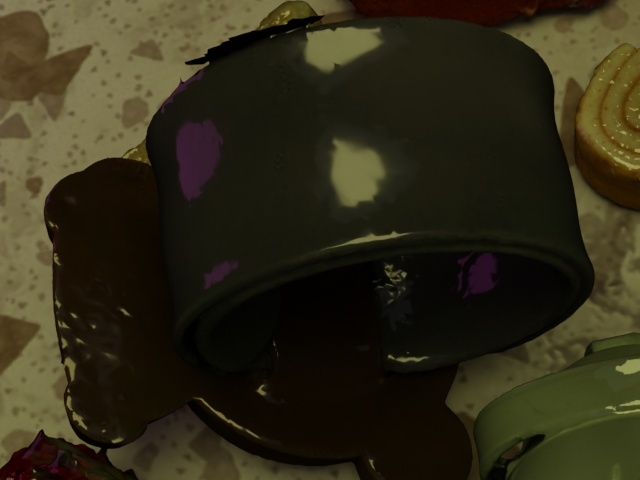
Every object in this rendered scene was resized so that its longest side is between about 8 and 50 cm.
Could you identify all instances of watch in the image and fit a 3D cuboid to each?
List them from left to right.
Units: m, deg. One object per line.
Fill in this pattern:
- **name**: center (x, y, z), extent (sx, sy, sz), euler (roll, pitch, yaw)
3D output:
- **watch**: center (0.000, 0.000, 0.992), extent (0.335, 0.327, 0.314), euler (0, 65, -18)

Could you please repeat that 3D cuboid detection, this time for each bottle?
- **bottle**: center (0.203, 0.175, 0.915), extent (0.229, 0.229, 0.351), euler (8, 23, 9)

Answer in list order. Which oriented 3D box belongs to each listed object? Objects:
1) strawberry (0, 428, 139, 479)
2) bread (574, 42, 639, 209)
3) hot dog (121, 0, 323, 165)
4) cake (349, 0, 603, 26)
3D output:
- **strawberry**: center (-0.183, 0.239, 1.019), extent (0.187, 0.184, 0.201), euler (33, 82, 22)
- **bread**: center (0.272, -0.101, 1.190), extent (0.122, 0.073, 0.149), euler (32, 71, 20)
- **hot dog**: center (-0.070, -0.093, 1.212), extent (0.073, 0.084, 0.242), euler (39, 73, 16)
- **cake**: center (0.136, -0.292, 1.256), extent (0.283, 0.151, 0.177), euler (-13, 52, -1)
